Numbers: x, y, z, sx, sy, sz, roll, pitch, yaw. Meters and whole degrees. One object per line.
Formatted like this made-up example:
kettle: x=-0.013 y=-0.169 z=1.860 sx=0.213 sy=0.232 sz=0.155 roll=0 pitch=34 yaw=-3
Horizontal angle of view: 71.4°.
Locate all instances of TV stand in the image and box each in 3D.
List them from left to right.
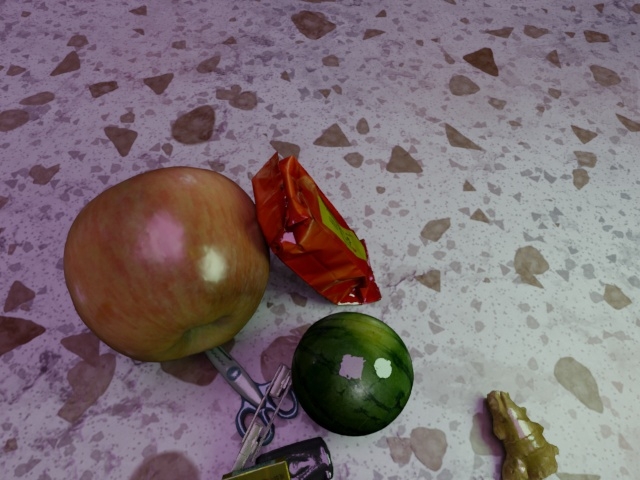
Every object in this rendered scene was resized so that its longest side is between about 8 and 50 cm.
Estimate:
TV stand: x=-0.120 y=0.368 z=0.889 sx=0.042 sy=0.036 sz=0.249 roll=27 pitch=68 yaw=2

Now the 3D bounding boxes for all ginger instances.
ginger: x=0.413 y=0.406 z=0.904 sx=0.115 sy=0.081 sz=0.205 roll=-17 pitch=66 yaw=23

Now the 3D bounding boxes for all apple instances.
apple: x=-0.290 y=0.049 z=0.890 sx=0.392 sy=0.391 sz=0.346 roll=-22 pitch=72 yaw=-15

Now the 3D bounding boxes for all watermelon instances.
watermelon: x=0.062 y=0.260 z=0.881 sx=0.242 sy=0.242 sz=0.242 roll=1 pitch=59 yaw=-2

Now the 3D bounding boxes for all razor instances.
razor: x=-0.049 y=0.445 z=0.870 sx=0.148 sy=0.054 sz=0.090 roll=-17 pitch=65 yaw=-8

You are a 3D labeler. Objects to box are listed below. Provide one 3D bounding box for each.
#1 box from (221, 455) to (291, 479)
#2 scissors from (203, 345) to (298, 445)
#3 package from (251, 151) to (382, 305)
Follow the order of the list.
box: x=-0.098 y=0.509 z=0.805 sx=0.121 sy=0.030 sz=0.193 roll=-14 pitch=83 yaw=-7
scissors: x=-0.179 y=0.298 z=0.959 sx=0.138 sy=0.041 sz=0.289 roll=-43 pitch=71 yaw=-15
package: x=0.000 y=-0.001 z=0.975 sx=0.123 sy=0.423 sz=0.196 roll=-26 pitch=54 yaw=16
